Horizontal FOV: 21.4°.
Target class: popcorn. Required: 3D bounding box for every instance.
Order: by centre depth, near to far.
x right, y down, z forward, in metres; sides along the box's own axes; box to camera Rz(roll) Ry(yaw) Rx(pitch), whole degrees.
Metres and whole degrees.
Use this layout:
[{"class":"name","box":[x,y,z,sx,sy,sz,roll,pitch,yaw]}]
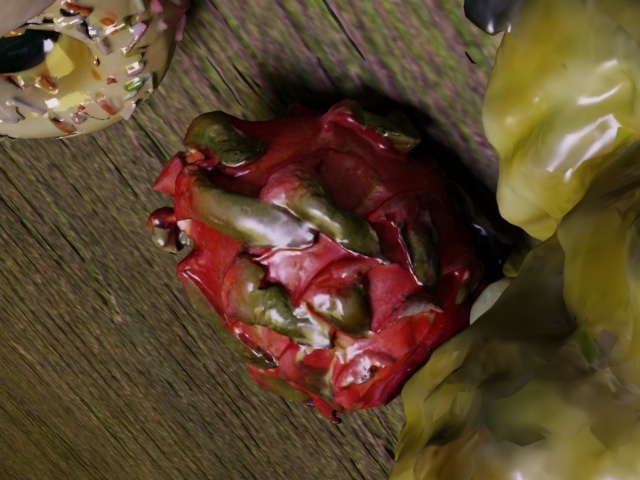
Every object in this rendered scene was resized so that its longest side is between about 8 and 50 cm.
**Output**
[{"class":"popcorn","box":[0.149,0.068,0.648,0.237,0.293,0.293,31,165,-36]}]

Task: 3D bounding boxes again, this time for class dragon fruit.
[{"class":"dragon fruit","box":[0.000,0.000,0.877,0.172,0.160,0.166,48,-164,12]}]

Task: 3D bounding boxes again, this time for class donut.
[{"class":"donut","box":[-0.149,-0.107,0.863,0.174,0.068,0.174,-6,156,-3]}]

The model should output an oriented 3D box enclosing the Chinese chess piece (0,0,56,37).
[{"class":"Chinese chess piece","box":[-0.201,-0.175,0.684,0.251,0.251,0.097,29,139,20]}]
